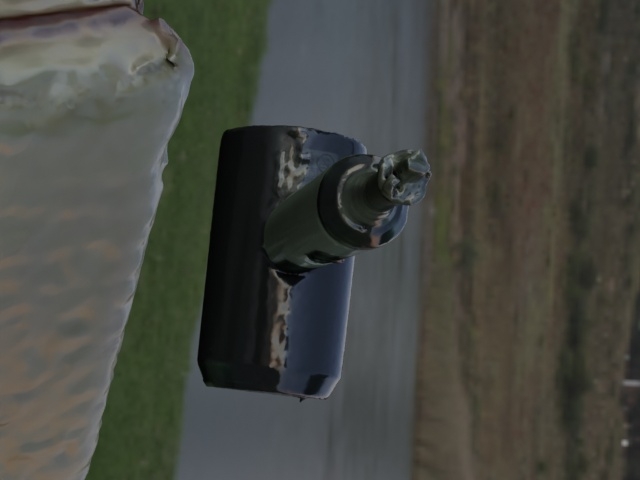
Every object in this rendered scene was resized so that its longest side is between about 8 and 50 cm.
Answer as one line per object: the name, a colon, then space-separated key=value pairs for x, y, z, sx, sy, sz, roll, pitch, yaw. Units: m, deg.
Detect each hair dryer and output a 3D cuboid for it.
hair dryer: x=0.000 y=0.000 z=0.443 sx=0.197 sy=0.057 sz=0.100 roll=147 pitch=-51 yaw=-75

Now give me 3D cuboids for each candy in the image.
candy: x=-0.194 y=0.018 z=0.677 sx=0.135 sy=0.179 sz=0.321 roll=48 pitch=-47 yaw=37
